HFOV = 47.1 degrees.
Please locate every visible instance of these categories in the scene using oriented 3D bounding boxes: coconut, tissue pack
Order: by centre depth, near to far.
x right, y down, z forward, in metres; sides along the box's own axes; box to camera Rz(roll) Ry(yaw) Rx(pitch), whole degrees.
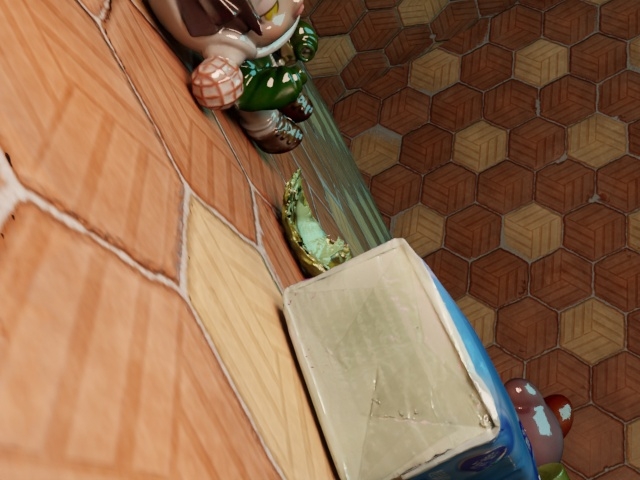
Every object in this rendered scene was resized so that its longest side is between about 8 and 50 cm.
[{"bbox_3d":[0.094,0.146,0.688,0.263,0.146,0.198,52,14,-55],"label":"tissue pack"},{"bbox_3d":[-0.004,0.003,0.874,0.158,0.055,0.133,67,8,23],"label":"coconut"}]

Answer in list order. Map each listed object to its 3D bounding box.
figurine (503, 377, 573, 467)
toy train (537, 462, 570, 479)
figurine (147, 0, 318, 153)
[{"bbox_3d":[0.460,0.466,1.707,0.261,0.270,0.211,40,28,-49],"label":"figurine"},{"bbox_3d":[0.490,0.617,1.521,0.307,0.190,0.126,63,6,-3],"label":"toy train"},{"bbox_3d":[-0.087,-0.250,0.832,0.370,0.167,0.281,67,38,-57],"label":"figurine"}]
